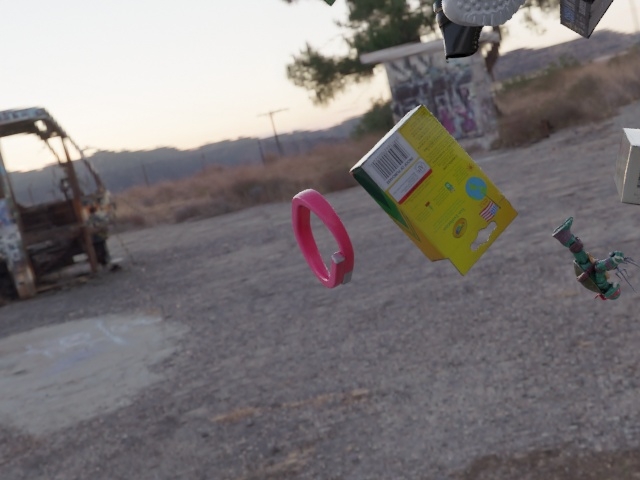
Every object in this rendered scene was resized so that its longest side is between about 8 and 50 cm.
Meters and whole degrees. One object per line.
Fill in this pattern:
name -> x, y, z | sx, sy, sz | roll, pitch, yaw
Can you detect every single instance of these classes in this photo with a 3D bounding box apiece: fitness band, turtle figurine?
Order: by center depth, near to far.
turtle figurine -> 0.624, 0.052, 1.889 | 0.118, 0.234, 0.175 | -43, -5, -1
fitness band -> 0.000, 0.000, 1.990 | 0.054, 0.209, 0.291 | -30, -23, -17

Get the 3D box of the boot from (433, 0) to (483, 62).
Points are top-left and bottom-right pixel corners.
boot -> 0.355, -0.472, 1.825 | 0.198, 0.137, 0.077 | -10, -6, 23

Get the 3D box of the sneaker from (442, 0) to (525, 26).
sneaker -> 0.245, -0.371, 1.250 | 0.095, 0.090, 0.235 | 5, 29, 45

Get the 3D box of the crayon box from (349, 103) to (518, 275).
crayon box -> 0.242, -0.100, 1.770 | 0.202, 0.318, 0.081 | -45, 8, -17

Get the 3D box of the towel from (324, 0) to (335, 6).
towel -> 0.025, -0.505, 1.475 | 0.152, 0.113, 0.023 | -52, 24, 12

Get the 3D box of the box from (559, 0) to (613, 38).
box -> 0.528, -0.524, 1.468 | 0.293, 0.073, 0.295 | -57, -14, 10

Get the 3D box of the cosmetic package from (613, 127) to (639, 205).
cosmetic package -> 0.876, -0.203, 2.280 | 0.113, 0.160, 0.309 | 8, 17, 13
